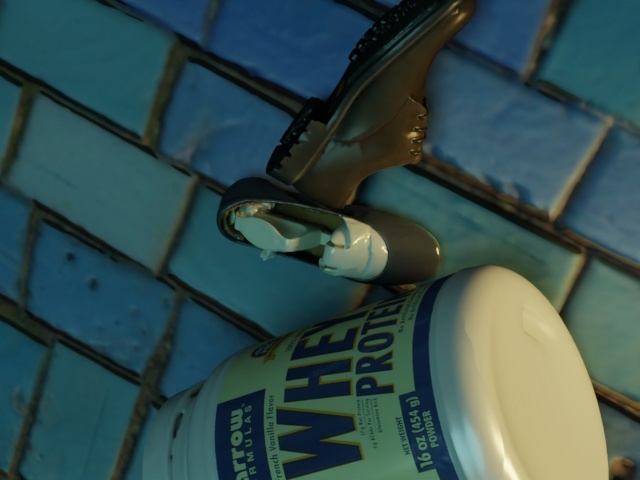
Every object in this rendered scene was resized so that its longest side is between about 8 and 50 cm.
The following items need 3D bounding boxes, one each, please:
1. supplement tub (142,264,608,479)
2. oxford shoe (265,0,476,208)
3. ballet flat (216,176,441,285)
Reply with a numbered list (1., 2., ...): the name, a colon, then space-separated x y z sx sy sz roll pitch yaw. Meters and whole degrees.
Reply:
1. supplement tub: 0.041 0.174 1.057 0.324 0.235 0.235 -22 98 29
2. oxford shoe: 0.059 -0.116 1.049 0.096 0.083 0.227 34 120 -13
3. ballet flat: 0.000 0.000 1.111 0.203 0.074 0.074 18 115 18
